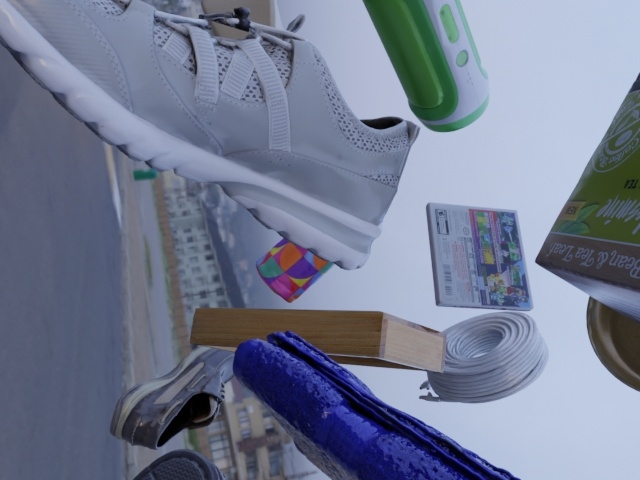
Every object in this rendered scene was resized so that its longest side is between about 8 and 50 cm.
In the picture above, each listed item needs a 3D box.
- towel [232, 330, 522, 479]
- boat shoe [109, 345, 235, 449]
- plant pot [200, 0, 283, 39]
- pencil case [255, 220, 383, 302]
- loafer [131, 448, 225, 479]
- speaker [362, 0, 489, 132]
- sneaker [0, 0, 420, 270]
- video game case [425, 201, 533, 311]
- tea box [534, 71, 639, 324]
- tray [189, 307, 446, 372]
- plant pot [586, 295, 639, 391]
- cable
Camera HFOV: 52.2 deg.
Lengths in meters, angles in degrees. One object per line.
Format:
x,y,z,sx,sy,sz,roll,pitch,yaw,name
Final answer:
0.076,0.202,0.551,0.308,0.076,0.228,30,-22,36,towel
-0.263,0.327,1.341,0.130,0.355,0.132,29,-60,22,boat shoe
-0.104,-0.292,0.957,0.109,0.109,0.096,75,-1,-53,plant pot
0.000,0.000,1.117,0.104,0.236,0.104,48,2,-2,pencil case
-0.159,0.327,0.549,0.303,0.109,0.095,-65,151,-17,loafer
0.142,-0.293,0.907,0.297,0.131,0.131,55,7,-41,speaker
-0.058,-0.090,0.372,0.115,0.281,0.105,-58,-143,3,sneaker
0.289,0.029,1.198,0.023,0.183,0.202,117,-26,-61,video game case
0.404,-0.051,0.540,0.324,0.219,0.329,-62,-174,1,tea box
-0.013,0.169,1.139,0.410,0.202,0.076,-2,-107,38,tray
0.433,0.081,0.761,0.032,0.236,0.236,38,14,-34,plant pot
0.343,0.240,1.374,0.257,0.257,0.089,-8,-67,47,cable
